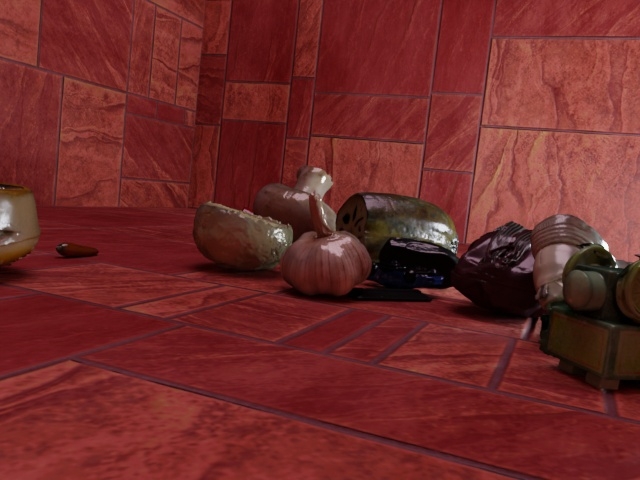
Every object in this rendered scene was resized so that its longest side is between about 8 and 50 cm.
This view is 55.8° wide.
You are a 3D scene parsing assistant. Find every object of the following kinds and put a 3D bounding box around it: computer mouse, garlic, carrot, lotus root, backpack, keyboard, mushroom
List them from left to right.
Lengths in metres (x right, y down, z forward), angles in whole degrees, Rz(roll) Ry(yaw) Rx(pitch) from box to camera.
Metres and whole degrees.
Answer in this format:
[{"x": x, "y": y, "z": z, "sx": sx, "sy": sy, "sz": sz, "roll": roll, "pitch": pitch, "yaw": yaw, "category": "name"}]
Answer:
[{"x": -0.579, "y": 0.024, "z": 1.446, "sx": 0.035, "sy": 0.035, "sz": 0.142, "roll": 8, "pitch": -2, "yaw": 24, "category": "carrot"}, {"x": -0.067, "y": -0.113, "z": 2.010, "sx": 0.298, "sy": 0.289, "sz": 0.297, "roll": 24, "pitch": -13, "yaw": 6, "category": "mushroom"}, {"x": 0.000, "y": 0.000, "z": 1.271, "sx": 0.199, "sy": 0.225, "sz": 0.199, "roll": -9, "pitch": 18, "yaw": 3, "category": "garlic"}, {"x": 0.149, "y": 0.121, "z": 1.320, "sx": 0.196, "sy": 0.018, "sz": 0.060, "roll": 4, "pitch": 13, "yaw": -26, "category": "keyboard"}, {"x": 0.227, "y": -0.008, "z": 1.728, "sx": 0.347, "sy": 0.250, "sz": 0.250, "roll": 10, "pitch": 4, "yaw": -17, "category": "lotus root"}, {"x": 0.258, "y": 0.060, "z": 1.563, "sx": 0.217, "sy": 0.121, "sz": 0.073, "roll": 9, "pitch": 17, "yaw": 11, "category": "computer mouse"}, {"x": 0.424, "y": 0.060, "z": 1.291, "sx": 0.284, "sy": 0.197, "sz": 0.317, "roll": 14, "pitch": 11, "yaw": 40, "category": "backpack"}]

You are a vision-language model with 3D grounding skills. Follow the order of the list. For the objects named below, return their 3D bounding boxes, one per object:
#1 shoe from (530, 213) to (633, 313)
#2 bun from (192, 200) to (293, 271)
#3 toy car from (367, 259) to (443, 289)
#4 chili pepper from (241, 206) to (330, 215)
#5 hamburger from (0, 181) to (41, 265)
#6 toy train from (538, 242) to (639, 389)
[{"x": 0.502, "y": 0.125, "z": 1.063, "sx": 0.342, "sy": 0.210, "sz": 0.132, "roll": 35, "pitch": -41, "yaw": -10, "category": "shoe"}, {"x": -0.194, "y": 0.001, "z": 1.487, "sx": 0.260, "sy": 0.152, "sz": 0.259, "roll": 18, "pitch": 2, "yaw": -1, "category": "bun"}, {"x": 0.197, "y": 0.089, "z": 1.452, "sx": 0.103, "sy": 0.063, "sz": 0.216, "roll": 1, "pitch": 8, "yaw": -42, "category": "toy car"}, {"x": -0.130, "y": -0.051, "z": 2.280, "sx": 0.339, "sy": 0.131, "sz": 0.134, "roll": 3, "pitch": -20, "yaw": 6, "category": "chili pepper"}, {"x": -0.664, "y": -0.027, "z": 1.084, "sx": 0.301, "sy": 0.175, "sz": 0.300, "roll": 5, "pitch": 4, "yaw": 0, "category": "hamburger"}, {"x": 0.459, "y": 0.108, "z": 0.859, "sx": 0.272, "sy": 0.188, "sz": 0.159, "roll": 6, "pitch": 5, "yaw": -18, "category": "toy train"}]
